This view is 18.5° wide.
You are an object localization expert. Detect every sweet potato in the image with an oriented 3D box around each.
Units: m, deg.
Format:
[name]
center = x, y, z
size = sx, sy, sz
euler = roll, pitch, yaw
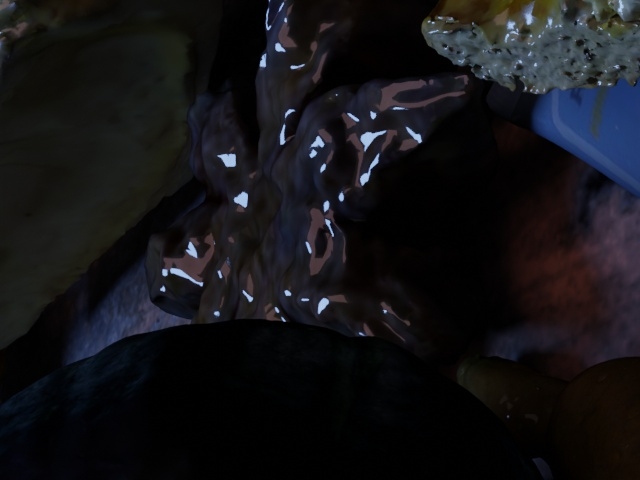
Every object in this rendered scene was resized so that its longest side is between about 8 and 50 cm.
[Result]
[sweet potato]
center = 0.122, 0.081, 0.781
size = 0.269, 0.074, 0.075
euler = -158, 82, -74

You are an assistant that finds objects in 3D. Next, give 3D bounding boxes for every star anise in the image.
[star anise]
center = -0.002, -0.018, 0.972
size = 0.315, 0.108, 0.315
euler = -177, 90, -65

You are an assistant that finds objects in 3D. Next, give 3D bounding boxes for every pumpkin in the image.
[pumpkin]
center = -0.034, 0.174, 0.796
size = 0.315, 0.315, 0.238
euler = -58, 10, 28

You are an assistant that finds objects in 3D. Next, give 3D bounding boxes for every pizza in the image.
[pizza]
center = 0.152, -0.144, 0.735
size = 0.188, 0.080, 0.204
euler = 10, 53, 49

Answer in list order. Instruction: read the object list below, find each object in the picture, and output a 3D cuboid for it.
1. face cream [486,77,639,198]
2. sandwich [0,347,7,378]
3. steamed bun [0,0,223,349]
[face cream]
center = 0.168, -0.041, 0.741
size = 0.136, 0.086, 0.385
euler = -64, 28, 16
[sandwich]
center = -0.295, 0.048, 1.341
size = 0.117, 0.144, 0.187
euler = -30, 32, 34
[steamed bun]
center = -0.159, -0.097, 1.162
size = 0.428, 0.247, 0.189
euler = 121, 134, -55
